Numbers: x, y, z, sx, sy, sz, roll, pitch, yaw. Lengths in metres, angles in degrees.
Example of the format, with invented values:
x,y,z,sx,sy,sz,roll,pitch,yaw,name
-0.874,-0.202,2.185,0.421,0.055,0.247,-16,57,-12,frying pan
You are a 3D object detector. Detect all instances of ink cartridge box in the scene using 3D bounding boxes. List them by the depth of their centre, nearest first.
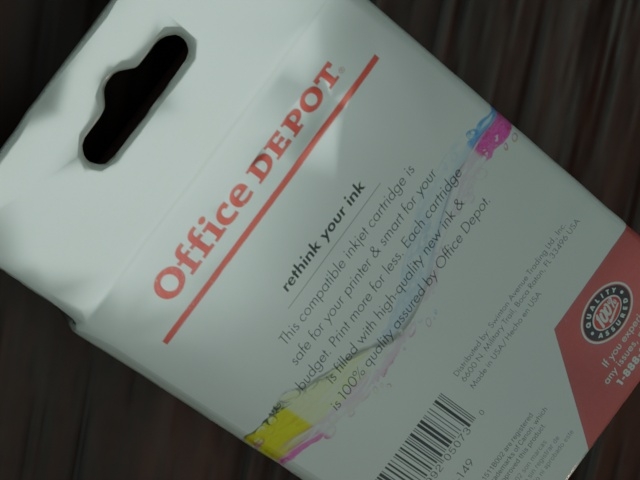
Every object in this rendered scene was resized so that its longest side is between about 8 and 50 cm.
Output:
x,y,z,sx,sy,sz,roll,pitch,yaw,name
0.000,0.000,0.438,0.198,0.067,0.115,38,88,-27,ink cartridge box
